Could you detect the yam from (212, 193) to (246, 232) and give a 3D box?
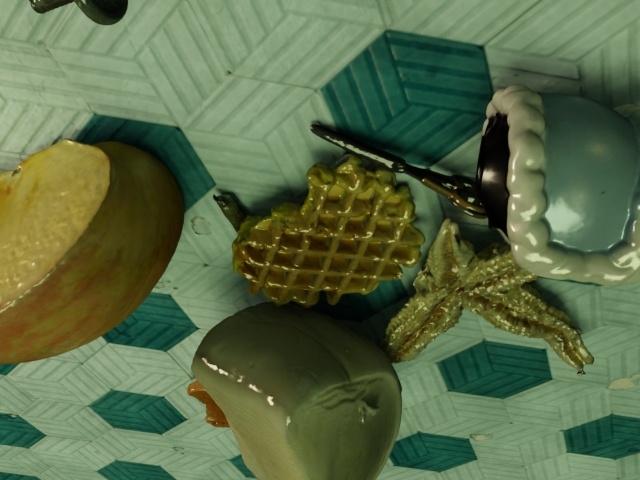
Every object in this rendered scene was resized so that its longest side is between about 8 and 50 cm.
[{"bbox_3d":[-0.098,-0.018,0.956,0.033,0.027,0.129,29,160,39],"label":"yam"}]

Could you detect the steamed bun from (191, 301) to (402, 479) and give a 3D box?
[{"bbox_3d":[-0.015,0.235,1.087,0.247,0.236,0.383,30,149,35],"label":"steamed bun"}]

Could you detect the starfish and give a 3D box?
[{"bbox_3d":[0.241,0.086,0.999,0.324,0.082,0.432,5,144,-2],"label":"starfish"}]

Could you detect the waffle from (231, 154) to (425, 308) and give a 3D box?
[{"bbox_3d":[0.000,0.001,0.926,0.253,0.056,0.249,-14,140,11],"label":"waffle"}]

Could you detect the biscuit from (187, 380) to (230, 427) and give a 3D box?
[{"bbox_3d":[-0.131,0.264,1.299,0.183,0.043,0.280,20,135,-22],"label":"biscuit"}]

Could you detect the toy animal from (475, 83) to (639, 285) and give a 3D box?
[{"bbox_3d":[0.255,-0.067,0.733,0.204,0.208,0.156,7,122,1],"label":"toy animal"}]

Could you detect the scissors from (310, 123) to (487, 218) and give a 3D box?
[{"bbox_3d":[0.090,-0.084,0.831,0.220,0.088,0.017,23,118,-4],"label":"scissors"}]

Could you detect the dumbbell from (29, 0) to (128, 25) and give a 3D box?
[{"bbox_3d":[-0.151,-0.244,0.644,0.254,0.081,0.081,-12,138,21],"label":"dumbbell"}]

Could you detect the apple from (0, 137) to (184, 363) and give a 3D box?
[{"bbox_3d":[-0.323,0.013,0.897,0.309,0.314,0.252,-11,96,20],"label":"apple"}]
